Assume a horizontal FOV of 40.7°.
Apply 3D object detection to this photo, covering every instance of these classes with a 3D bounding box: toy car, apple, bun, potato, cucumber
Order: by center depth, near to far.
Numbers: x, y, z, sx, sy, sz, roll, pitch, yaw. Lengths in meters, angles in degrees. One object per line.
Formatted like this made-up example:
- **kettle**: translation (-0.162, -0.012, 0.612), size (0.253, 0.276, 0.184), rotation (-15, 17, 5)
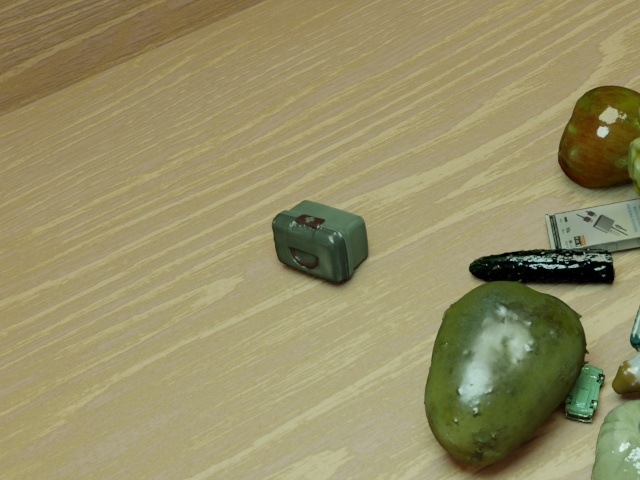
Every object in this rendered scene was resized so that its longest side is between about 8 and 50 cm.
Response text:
- **bun**: translation (0.540, 0.368, 1.397), size (0.244, 0.153, 0.243), rotation (-14, 41, 12)
- **potato**: translation (0.315, 0.230, 1.575), size (0.270, 0.219, 0.359), rotation (28, 60, 31)
- **toy car**: translation (0.489, 0.279, 1.597), size (0.059, 0.035, 0.122), rotation (7, 38, 26)
- **cucumber**: translation (0.463, 0.055, 1.823), size (0.304, 0.081, 0.072), rotation (-1, 73, 18)
- **apple**: translation (0.674, -0.229, 1.981), size (0.226, 0.246, 0.246), rotation (20, 51, 12)

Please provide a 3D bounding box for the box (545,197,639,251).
- **box**: translation (0.619, -0.028, 1.876), size (0.247, 0.033, 0.129), rotation (-11, 39, 14)

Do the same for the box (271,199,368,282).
- **box**: translation (0.000, 0.000, 2.000), size (0.210, 0.148, 0.129), rotation (18, 41, 34)

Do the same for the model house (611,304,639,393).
- **model house**: translation (0.669, 0.199, 1.552), size (0.301, 0.190, 0.271), rotation (-37, 45, 16)

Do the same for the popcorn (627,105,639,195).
- **popcorn**: translation (0.809, -0.174, 1.753), size (0.334, 0.292, 0.293), rotation (-13, 59, -11)
